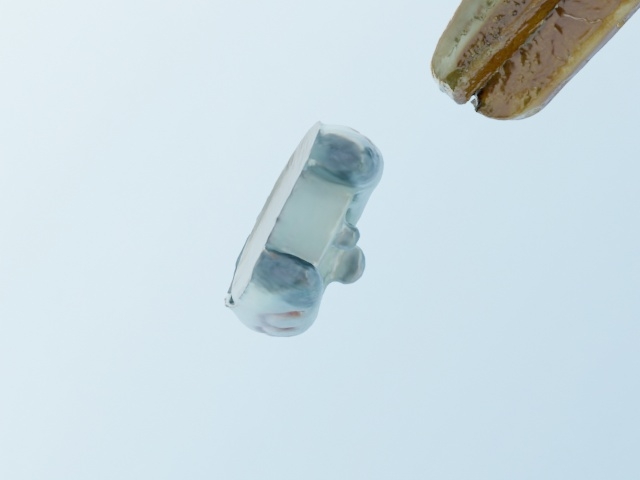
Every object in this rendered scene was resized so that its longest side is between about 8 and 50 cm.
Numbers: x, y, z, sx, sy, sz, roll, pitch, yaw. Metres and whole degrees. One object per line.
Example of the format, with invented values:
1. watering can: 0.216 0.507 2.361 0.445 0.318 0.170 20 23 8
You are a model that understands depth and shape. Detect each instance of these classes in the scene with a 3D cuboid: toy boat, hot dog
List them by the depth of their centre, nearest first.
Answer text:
1. hot dog: 0.154 -0.162 1.088 0.235 0.092 0.062 -45 -154 33
2. toy boat: 0.000 0.000 1.125 0.208 0.079 0.134 139 -26 -80
